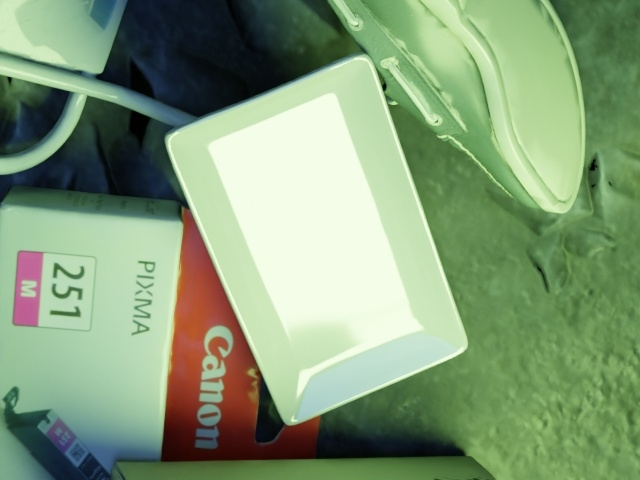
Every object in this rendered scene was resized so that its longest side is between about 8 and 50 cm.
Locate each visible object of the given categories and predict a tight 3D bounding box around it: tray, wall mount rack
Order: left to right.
[{"bbox_3d":[-0.102,-0.176,1.273,0.304,0.130,0.350,11,107,-36],"label":"wall mount rack"},{"bbox_3d":[0.000,0.000,1.319,0.145,0.030,0.270,-22,127,-2],"label":"tray"}]

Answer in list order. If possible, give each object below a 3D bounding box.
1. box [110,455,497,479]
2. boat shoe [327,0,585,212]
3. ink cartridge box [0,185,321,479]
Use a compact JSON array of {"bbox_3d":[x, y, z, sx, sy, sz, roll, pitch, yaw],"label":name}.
[{"bbox_3d":[-0.008,0.217,1.363,0.275,0.094,0.113,0,106,-19],"label":"box"},{"bbox_3d":[0.082,-0.133,1.283,0.099,0.116,0.319,-3,142,34],"label":"boat shoe"},{"bbox_3d":[-0.115,0.109,1.377,0.239,0.060,0.275,5,104,-4],"label":"ink cartridge box"}]
